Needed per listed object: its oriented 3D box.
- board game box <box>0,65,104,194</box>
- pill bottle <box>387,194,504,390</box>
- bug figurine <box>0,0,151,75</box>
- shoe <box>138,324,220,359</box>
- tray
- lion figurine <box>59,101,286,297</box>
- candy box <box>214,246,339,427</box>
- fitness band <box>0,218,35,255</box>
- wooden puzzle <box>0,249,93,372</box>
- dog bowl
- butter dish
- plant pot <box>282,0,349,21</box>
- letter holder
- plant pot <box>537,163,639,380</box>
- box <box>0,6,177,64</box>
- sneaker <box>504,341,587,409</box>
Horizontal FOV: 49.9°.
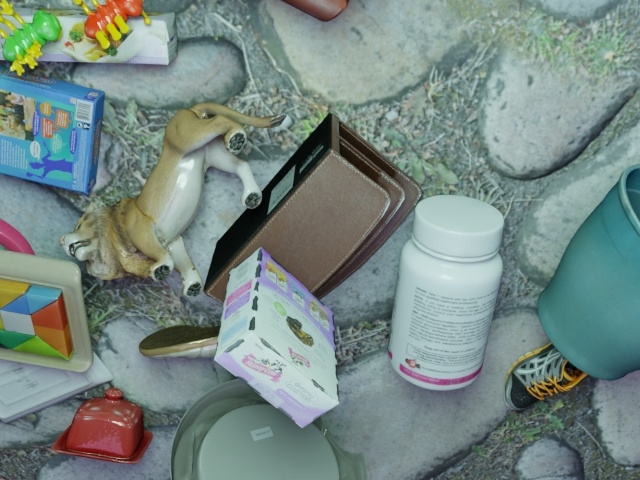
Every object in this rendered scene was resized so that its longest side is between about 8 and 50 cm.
[{"bbox_3d":[-0.445,-0.172,1.047,0.210,0.047,0.160,14,119,-6],"label":"board game box"},{"bbox_3d":[0.200,0.082,1.096,0.160,0.160,0.283,4,119,0],"label":"pill bottle"},{"bbox_3d":[-0.361,-0.350,0.895,0.216,0.072,0.279,-31,92,6],"label":"bug figurine"},{"bbox_3d":[-0.212,0.187,1.217,0.218,0.076,0.058,-9,113,5],"label":"shoe"},{"bbox_3d":[-0.541,0.263,1.298,0.270,0.030,0.145,-23,114,14],"label":"tray"},{"bbox_3d":[-0.222,-0.077,1.036,0.392,0.240,0.142,-51,140,8],"label":"lion figurine"},{"bbox_3d":[-0.055,0.128,0.942,0.070,0.196,0.165,-37,115,19],"label":"candy box"},{"bbox_3d":[-0.609,0.080,1.193,0.209,0.054,0.291,29,115,-10],"label":"fitness band"},{"bbox_3d":[-0.494,0.122,1.131,0.220,0.044,0.239,10,128,1],"label":"wooden puzzle"},{"bbox_3d":[-0.095,0.411,1.197,0.348,0.349,0.102,17,130,-7],"label":"dog bowl"},{"bbox_3d":[-0.394,0.333,1.282,0.160,0.160,0.118,11,95,-3],"label":"butter dish"},{"bbox_3d":[-0.052,-0.410,0.795,0.265,0.272,0.272,26,117,-20],"label":"plant pot"},{"bbox_3d":[0.000,0.000,1.066,0.214,0.152,0.302,36,114,-18],"label":"letter holder"},{"bbox_3d":[0.477,0.070,1.037,0.271,0.272,0.255,24,132,-11],"label":"plant pot"},{"bbox_3d":[-0.367,-0.290,0.970,0.323,0.067,0.063,2,117,2],"label":"box"},{"bbox_3d":[0.409,0.235,1.215,0.084,0.083,0.215,32,116,-16],"label":"sneaker"}]
